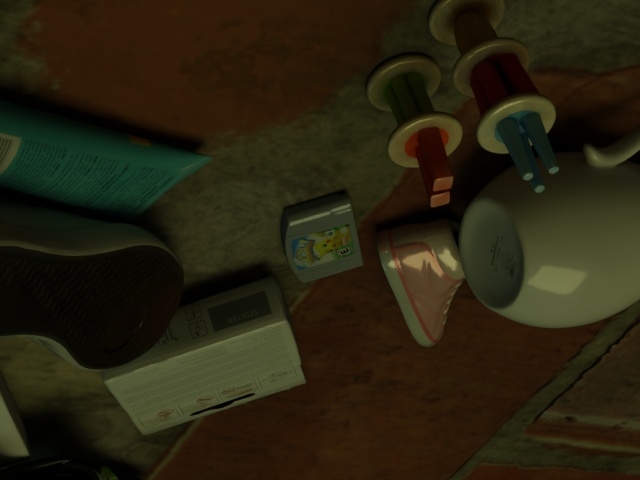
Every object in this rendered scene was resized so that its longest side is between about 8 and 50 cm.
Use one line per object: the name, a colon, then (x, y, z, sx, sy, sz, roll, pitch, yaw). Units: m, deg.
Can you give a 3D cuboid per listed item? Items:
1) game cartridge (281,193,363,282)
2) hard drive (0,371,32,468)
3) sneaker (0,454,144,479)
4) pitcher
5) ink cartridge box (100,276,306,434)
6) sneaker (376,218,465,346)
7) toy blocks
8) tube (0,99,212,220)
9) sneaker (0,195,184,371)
game cartridge: (0.000, 0.000, 1.354, 0.056, 0.017, 0.083, -14, 144, 0)
hard drive: (-0.406, 0.137, 1.326, 0.353, 0.047, 0.233, -16, 145, -5)
sneaker: (-0.194, 0.212, 1.443, 0.097, 0.084, 0.234, -28, 163, 32)
pitcher: (0.211, -0.029, 1.339, 0.207, 0.125, 0.178, -11, 124, -29)
ink cartridge box: (-0.088, 0.092, 1.431, 0.145, 0.045, 0.179, -18, 162, -2)
sneaker: (0.091, 0.031, 1.403, 0.070, 0.051, 0.134, -17, 140, 7)
toy blocks: (0.094, -0.072, 1.186, 0.054, 0.148, 0.123, 14, 133, -37)
tube: (-0.169, -0.052, 1.185, 0.080, 0.052, 0.207, -32, 149, 34)
sneaker: (-0.196, 0.010, 1.231, 0.106, 0.123, 0.290, -59, 154, 4)
